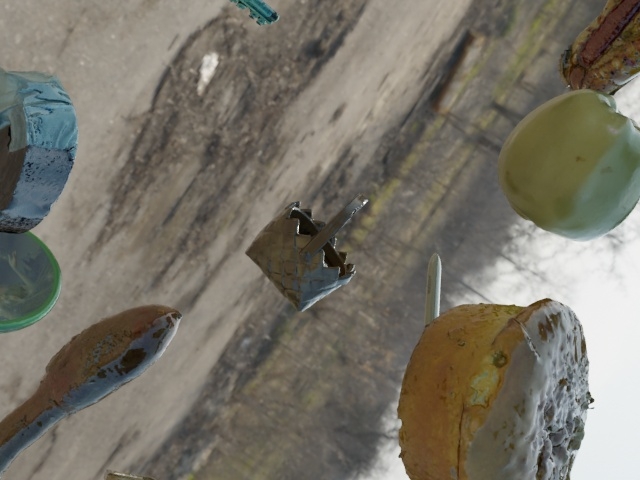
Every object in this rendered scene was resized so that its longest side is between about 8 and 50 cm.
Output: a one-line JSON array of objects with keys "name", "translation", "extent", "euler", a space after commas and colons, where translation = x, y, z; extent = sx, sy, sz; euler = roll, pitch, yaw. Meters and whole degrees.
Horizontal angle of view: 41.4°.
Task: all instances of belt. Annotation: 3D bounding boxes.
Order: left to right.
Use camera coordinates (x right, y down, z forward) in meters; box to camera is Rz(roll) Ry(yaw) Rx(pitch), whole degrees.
[{"name": "belt", "translation": [-0.235, -0.067, 0.630], "extent": [0.140, 0.105, 0.058], "euler": [-47, 159, 28]}]

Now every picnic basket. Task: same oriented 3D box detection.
[{"name": "picnic basket", "translation": [0.000, 0.000, 1.205], "extent": [0.178, 0.138, 0.128], "euler": [-41, -176, 10]}]

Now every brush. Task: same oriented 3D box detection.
[{"name": "brush", "translation": [0.174, 0.127, 1.309], "extent": [0.299, 0.042, 0.039], "euler": [-77, 163, -45]}]

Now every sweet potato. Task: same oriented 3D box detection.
[{"name": "sweet potato", "translation": [-0.369, 0.213, 1.268], "extent": [0.385, 0.109, 0.109], "euler": [-37, 172, 1]}]

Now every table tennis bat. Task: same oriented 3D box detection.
[{"name": "table tennis bat", "translation": [-0.410, 0.016, 0.925], "extent": [0.039, 0.257, 0.160], "euler": [-55, -159, 38]}]

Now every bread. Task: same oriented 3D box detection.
[{"name": "bread", "translation": [0.190, 0.189, 0.903], "extent": [0.268, 0.145, 0.269], "euler": [-13, 107, -49]}]

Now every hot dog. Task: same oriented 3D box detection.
[{"name": "hot dog", "translation": [0.460, -0.311, 1.273], "extent": [0.069, 0.131, 0.253], "euler": [-20, 159, -39]}]

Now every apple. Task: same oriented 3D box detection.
[{"name": "apple", "translation": [0.324, -0.092, 1.083], "extent": [0.200, 0.200, 0.200], "euler": [-55, 172, -11]}]

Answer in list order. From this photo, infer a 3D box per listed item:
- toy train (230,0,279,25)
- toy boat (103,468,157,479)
[{"name": "toy train", "translation": [-0.102, -0.371, 1.328], "extent": [0.092, 0.045, 0.029], "euler": [32, 69, -41]}, {"name": "toy boat", "translation": [-0.235, 0.344, 1.114], "extent": [0.188, 0.116, 0.061], "euler": [135, -30, -72]}]
